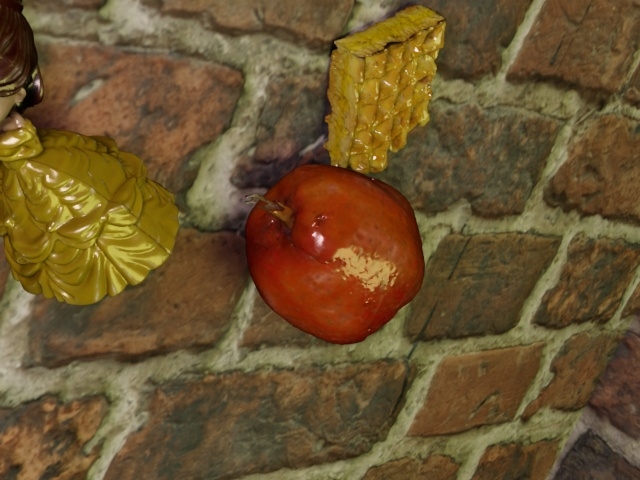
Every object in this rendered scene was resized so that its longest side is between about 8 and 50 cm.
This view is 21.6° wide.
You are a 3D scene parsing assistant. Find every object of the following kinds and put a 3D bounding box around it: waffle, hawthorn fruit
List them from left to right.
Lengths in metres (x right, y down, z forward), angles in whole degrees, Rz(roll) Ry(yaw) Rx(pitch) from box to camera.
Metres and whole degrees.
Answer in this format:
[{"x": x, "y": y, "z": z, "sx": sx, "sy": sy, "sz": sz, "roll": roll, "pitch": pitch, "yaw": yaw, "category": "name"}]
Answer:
[{"x": 0.000, "y": 0.000, "z": 1.995, "sx": 0.211, "sy": 0.211, "sz": 0.299, "roll": -54, "pitch": 137, "yaw": -2, "category": "hawthorn fruit"}, {"x": 0.076, "y": -0.172, "z": 2.063, "sx": 0.160, "sy": 0.055, "sz": 0.211, "roll": -30, "pitch": 141, "yaw": -36, "category": "waffle"}]

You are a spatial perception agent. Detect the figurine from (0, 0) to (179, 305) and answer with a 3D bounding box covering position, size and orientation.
[{"x": -0.277, "y": -0.094, "z": 1.536, "sx": 0.168, "sy": 0.187, "sz": 0.315, "roll": -43, "pitch": 140, "yaw": -12, "category": "figurine"}]
